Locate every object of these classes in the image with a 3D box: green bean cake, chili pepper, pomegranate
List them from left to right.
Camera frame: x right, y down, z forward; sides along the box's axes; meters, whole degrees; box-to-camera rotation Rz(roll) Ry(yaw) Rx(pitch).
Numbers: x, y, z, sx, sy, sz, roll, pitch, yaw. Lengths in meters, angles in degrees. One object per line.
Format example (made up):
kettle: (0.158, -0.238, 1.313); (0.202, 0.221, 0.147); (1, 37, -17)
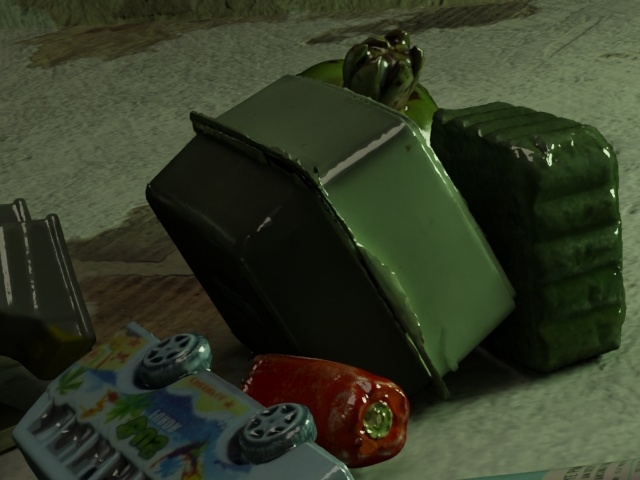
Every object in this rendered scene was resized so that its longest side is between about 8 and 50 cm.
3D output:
chili pepper: (0.000, 0.120, 1.237); (0.123, 0.070, 0.073); (5, 33, 37)
pomegranate: (0.037, -0.091, 1.642); (0.202, 0.248, 0.202); (10, 51, -12)
green bean cake: (0.154, -0.009, 1.398); (0.094, 0.183, 0.185); (-14, 17, -23)

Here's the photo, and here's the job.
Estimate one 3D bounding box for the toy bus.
toy bus: (-0.078, 0.151, 1.104); (0.136, 0.109, 0.330); (-34, 24, -16)

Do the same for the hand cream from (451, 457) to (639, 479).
hand cream: (0.136, 0.170, 1.066); (0.312, 0.070, 0.111); (-9, 17, 26)

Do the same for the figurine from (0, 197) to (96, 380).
figurine: (-0.345, 0.050, 1.393); (0.285, 0.167, 0.342); (-5, -7, -32)

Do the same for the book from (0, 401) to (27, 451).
book: (-0.341, 0.144, 1.401); (0.160, 0.024, 0.228); (-21, 21, -38)

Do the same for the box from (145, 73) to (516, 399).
box: (0.000, 0.000, 1.383); (0.166, 0.220, 0.290); (-36, 23, -11)
